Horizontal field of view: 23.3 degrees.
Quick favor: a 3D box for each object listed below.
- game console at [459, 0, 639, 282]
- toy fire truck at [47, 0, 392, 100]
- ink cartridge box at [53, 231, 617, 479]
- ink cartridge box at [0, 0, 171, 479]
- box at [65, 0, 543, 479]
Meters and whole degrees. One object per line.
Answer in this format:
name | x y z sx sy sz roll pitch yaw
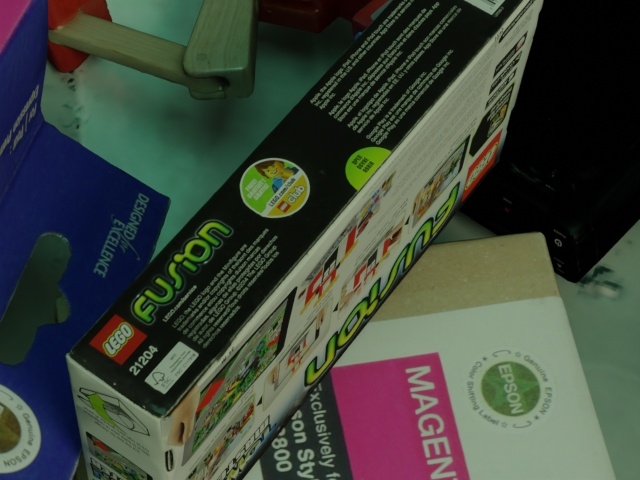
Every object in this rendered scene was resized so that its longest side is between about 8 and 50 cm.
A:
game console | 0.208 -0.032 0.640 0.361 0.044 0.213 35 67 29
toy fire truck | -0.031 -0.101 0.672 0.192 0.047 0.135 34 63 30
ink cartridge box | 0.013 0.125 0.560 0.193 0.088 0.235 -9 62 -9
ink cartridge box | -0.206 -0.073 0.475 0.371 0.069 0.176 34 35 -16
box | 0.000 0.000 0.513 0.036 0.114 0.207 32 61 15
